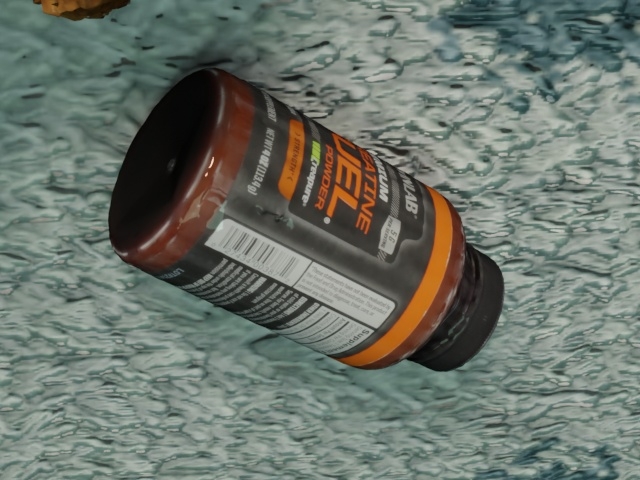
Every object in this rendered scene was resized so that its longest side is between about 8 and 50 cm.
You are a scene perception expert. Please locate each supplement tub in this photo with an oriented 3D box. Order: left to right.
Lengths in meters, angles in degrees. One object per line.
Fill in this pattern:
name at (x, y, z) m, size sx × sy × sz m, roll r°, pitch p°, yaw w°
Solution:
supplement tub at (0.000, 0.000, 0.627) m, size 0.198 × 0.106 × 0.106 m, roll 27°, pitch 122°, yaw -29°

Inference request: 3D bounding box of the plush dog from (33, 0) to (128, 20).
plush dog at (-0.123, -0.163, 0.416) m, size 0.225 × 0.262 × 0.210 m, roll 3°, pitch 164°, yaw 2°
